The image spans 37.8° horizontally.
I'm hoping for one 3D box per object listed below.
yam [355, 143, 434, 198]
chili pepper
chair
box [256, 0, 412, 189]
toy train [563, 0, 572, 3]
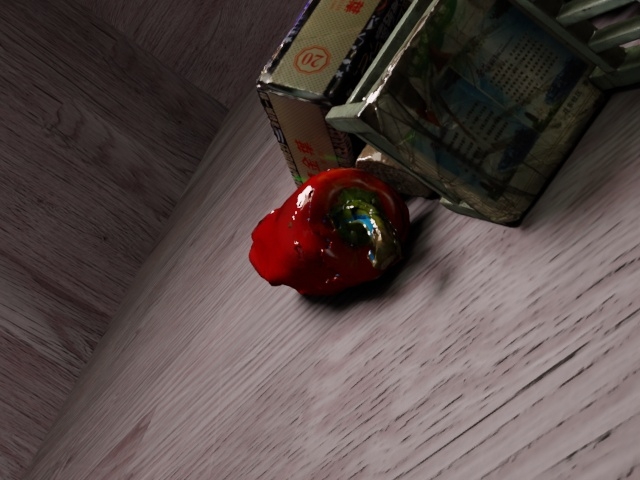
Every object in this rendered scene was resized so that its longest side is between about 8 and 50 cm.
[{"bbox_3d":[0.092,-0.102,0.840,0.127,0.084,0.084,-63,15,-17],"label":"yam"},{"bbox_3d":[0.000,0.000,0.883,0.110,0.110,0.387,-59,10,-16],"label":"chili pepper"},{"bbox_3d":[0.115,-0.099,0.621,0.147,0.136,0.270,-56,14,-1],"label":"chair"},{"bbox_3d":[0.063,-0.198,0.943,0.310,0.084,0.198,-61,-26,-24],"label":"box"},{"bbox_3d":[0.201,-0.269,0.765,0.222,0.150,0.304,-64,13,9],"label":"toy train"}]
